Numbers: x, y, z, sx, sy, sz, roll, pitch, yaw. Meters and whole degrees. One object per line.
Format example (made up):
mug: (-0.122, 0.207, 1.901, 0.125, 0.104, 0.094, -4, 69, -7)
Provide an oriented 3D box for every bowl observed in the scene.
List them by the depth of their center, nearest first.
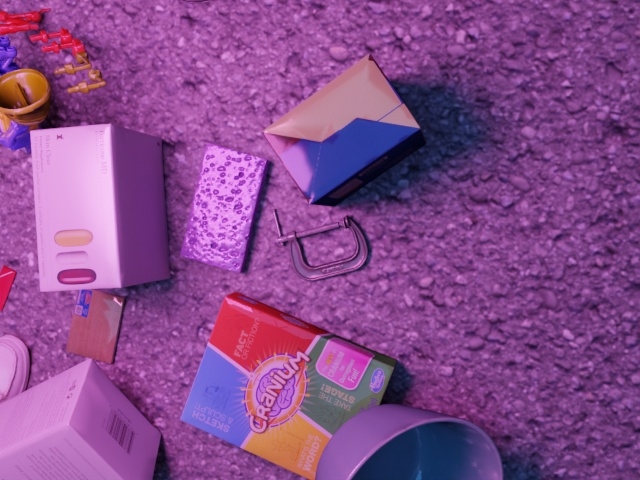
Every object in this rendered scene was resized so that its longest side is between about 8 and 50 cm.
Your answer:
bowl: (0.116, 0.384, 1.094, 0.311, 0.163, 0.312, -7, 108, -23)

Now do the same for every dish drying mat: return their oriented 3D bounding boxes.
dish drying mat: (-0.615, 0.092, 1.340, 0.032, 0.008, 0.083, 25, 96, 8)

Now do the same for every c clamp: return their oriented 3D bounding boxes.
c clamp: (0.000, 0.000, 1.209, 0.160, 0.022, 0.137, -9, 90, 12)

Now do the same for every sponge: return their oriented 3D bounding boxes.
sponge: (-0.170, -0.058, 1.236, 0.117, 0.031, 0.210, 15, 94, 10)

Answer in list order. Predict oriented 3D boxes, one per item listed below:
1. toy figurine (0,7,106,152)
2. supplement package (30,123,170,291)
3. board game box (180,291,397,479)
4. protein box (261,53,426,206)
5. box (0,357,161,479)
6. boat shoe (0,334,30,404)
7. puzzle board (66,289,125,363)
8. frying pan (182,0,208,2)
toy figurine: (-0.507, -0.241, 1.229, 0.362, 0.191, 0.217, 45, 142, 36)
supplement package: (-0.368, -0.053, 1.187, 0.145, 0.204, 0.262, -4, 91, 11)
board game box: (-0.057, 0.261, 1.208, 0.316, 0.064, 0.242, 21, 96, 10)
protein box: (0.047, -0.163, 1.103, 0.199, 0.201, 0.136, -34, 86, 10)
box: (-0.490, 0.395, 1.206, 0.345, 0.168, 0.215, -26, 117, 10)
boat shoe: (-0.641, 0.311, 1.307, 0.098, 0.096, 0.277, 27, 97, 9)
puzzle board: (-0.422, 0.158, 1.304, 0.096, 0.011, 0.128, 13, 94, 12)
frying pan: (-0.280, -0.551, 1.236, 0.326, 0.053, 0.197, 24, 96, 6)
